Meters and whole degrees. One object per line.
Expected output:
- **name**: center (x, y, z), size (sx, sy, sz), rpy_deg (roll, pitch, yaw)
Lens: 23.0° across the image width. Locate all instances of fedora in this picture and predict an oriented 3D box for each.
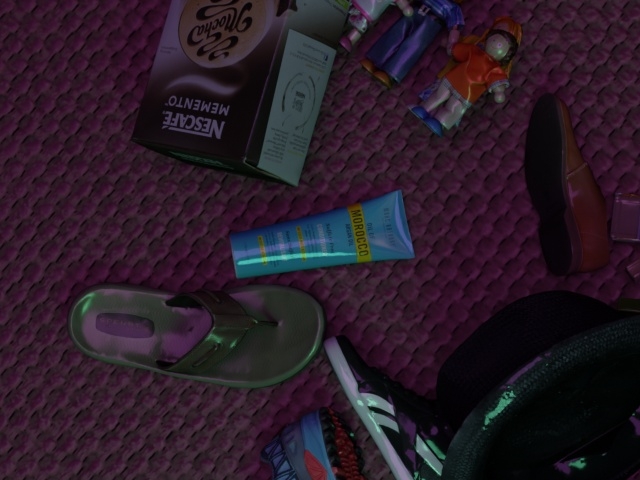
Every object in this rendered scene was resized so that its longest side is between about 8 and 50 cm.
- **fedora**: center (0.246, 0.159, 1.692), size (0.334, 0.334, 0.152), rpy_deg (-37, 49, 0)

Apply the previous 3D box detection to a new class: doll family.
- **doll family**: center (0.135, -0.231, 1.805), size (0.163, 0.118, 0.263), rpy_deg (-47, 64, 5)

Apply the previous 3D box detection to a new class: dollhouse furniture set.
- **dollhouse furniture set**: center (0.365, 0.025, 1.790), size (0.076, 0.058, 0.152), rpy_deg (5, 65, 12)

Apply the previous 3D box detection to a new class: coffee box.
- **coffee box**: center (-0.080, -0.225, 1.775), size (0.168, 0.119, 0.297), rpy_deg (12, 84, 32)

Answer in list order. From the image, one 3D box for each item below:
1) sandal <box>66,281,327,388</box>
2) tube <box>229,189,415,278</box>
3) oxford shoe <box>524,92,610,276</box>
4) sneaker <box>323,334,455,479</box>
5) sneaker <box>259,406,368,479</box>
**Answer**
- **sandal**: center (-0.144, 0.106, 1.787), size (0.302, 0.086, 0.120), rpy_deg (1, 84, 5)
- **tube**: center (0.000, 0.000, 1.812), size (0.207, 0.052, 0.080), rpy_deg (-11, 93, -3)
- **oxford shoe**: center (0.284, -0.064, 1.793), size (0.076, 0.076, 0.212), rpy_deg (-3, 80, -26)
- **sneaker**: center (0.102, 0.180, 1.771), size (0.121, 0.079, 0.217), rpy_deg (-31, 91, -3)
- **sneaker**: center (-0.006, 0.321, 1.731), size (0.125, 0.104, 0.262), rpy_deg (-25, 54, 24)
